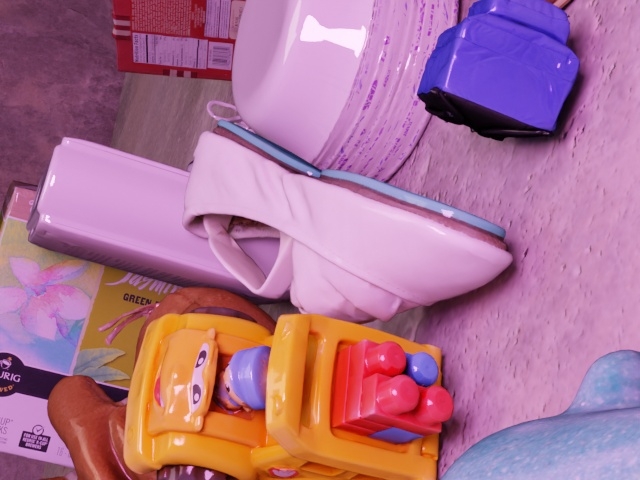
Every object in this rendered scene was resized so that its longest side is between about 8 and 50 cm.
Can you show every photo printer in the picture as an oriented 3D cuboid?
[{"bbox_3d":[-0.153,-0.010,1.155,0.256,0.307,0.107,165,120,-72],"label":"photo printer"}]

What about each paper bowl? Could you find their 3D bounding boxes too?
[{"bbox_3d":[0.007,-0.197,1.079,0.284,0.148,0.284,-169,90,-68],"label":"paper bowl"}]

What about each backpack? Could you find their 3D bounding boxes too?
[{"bbox_3d":[0.130,-0.124,0.783,0.101,0.098,0.120,-65,6,-2],"label":"backpack"}]

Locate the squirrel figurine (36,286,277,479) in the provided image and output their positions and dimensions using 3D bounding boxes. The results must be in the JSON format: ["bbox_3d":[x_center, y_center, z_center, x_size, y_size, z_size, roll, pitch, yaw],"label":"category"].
[{"bbox_3d":[-0.133,0.251,1.058,0.370,0.281,0.397,-56,38,18],"label":"squirrel figurine"}]

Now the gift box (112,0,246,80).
[{"bbox_3d":[-0.192,-0.421,1.733,0.255,0.276,0.258,111,162,-57],"label":"gift box"}]

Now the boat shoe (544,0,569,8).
[{"bbox_3d":[0.178,-0.230,0.781,0.178,0.060,0.064,128,152,-48],"label":"boat shoe"}]

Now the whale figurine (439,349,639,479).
[{"bbox_3d":[0.136,0.133,0.470,0.272,0.141,0.216,126,154,-44],"label":"whale figurine"}]

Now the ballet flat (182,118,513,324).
[{"bbox_3d":[0.000,0.000,0.887,0.400,0.139,0.139,26,99,53],"label":"ballet flat"}]

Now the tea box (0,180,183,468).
[{"bbox_3d":[-0.287,0.120,1.398,0.220,0.329,0.324,-164,90,-72],"label":"tea box"}]

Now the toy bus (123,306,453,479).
[{"bbox_3d":[-0.010,0.119,0.797,0.211,0.220,0.150,-33,44,55],"label":"toy bus"}]

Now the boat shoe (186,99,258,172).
[{"bbox_3d":[-0.098,-0.112,1.395,0.367,0.135,0.157,159,129,-79],"label":"boat shoe"}]
